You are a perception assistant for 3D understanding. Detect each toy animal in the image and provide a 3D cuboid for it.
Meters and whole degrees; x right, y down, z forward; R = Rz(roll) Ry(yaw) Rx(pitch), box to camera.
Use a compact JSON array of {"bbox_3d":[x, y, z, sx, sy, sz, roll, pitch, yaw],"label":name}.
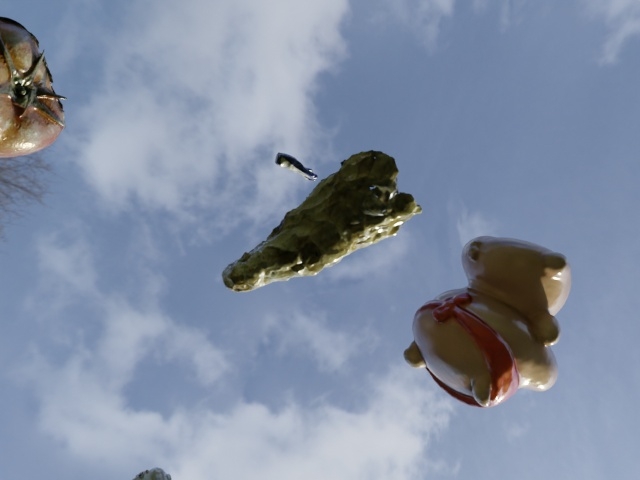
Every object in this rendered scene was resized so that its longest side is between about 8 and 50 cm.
[{"bbox_3d":[0.199,0.095,0.658,0.171,0.171,0.197,30,-93,12],"label":"toy animal"}]

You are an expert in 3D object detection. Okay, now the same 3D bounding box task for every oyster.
[{"bbox_3d":[0.001,-0.002,0.518,0.106,0.061,0.200,40,-68,-4],"label":"oyster"}]

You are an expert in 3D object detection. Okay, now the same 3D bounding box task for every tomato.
[{"bbox_3d":[-0.529,-0.225,0.888,0.181,0.155,0.214,1,-56,23],"label":"tomato"}]

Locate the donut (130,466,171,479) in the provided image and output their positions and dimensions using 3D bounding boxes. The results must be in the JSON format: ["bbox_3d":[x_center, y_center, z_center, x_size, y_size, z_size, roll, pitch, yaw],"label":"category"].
[{"bbox_3d":[-0.227,0.392,0.748,0.068,0.174,0.174,-3,-92,-18],"label":"donut"}]

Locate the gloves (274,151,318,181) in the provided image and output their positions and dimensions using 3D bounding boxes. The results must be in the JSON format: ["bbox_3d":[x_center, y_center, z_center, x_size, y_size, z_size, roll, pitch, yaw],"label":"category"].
[{"bbox_3d":[-0.042,-0.133,1.016,0.086,0.064,0.026,25,-84,-15],"label":"gloves"}]
